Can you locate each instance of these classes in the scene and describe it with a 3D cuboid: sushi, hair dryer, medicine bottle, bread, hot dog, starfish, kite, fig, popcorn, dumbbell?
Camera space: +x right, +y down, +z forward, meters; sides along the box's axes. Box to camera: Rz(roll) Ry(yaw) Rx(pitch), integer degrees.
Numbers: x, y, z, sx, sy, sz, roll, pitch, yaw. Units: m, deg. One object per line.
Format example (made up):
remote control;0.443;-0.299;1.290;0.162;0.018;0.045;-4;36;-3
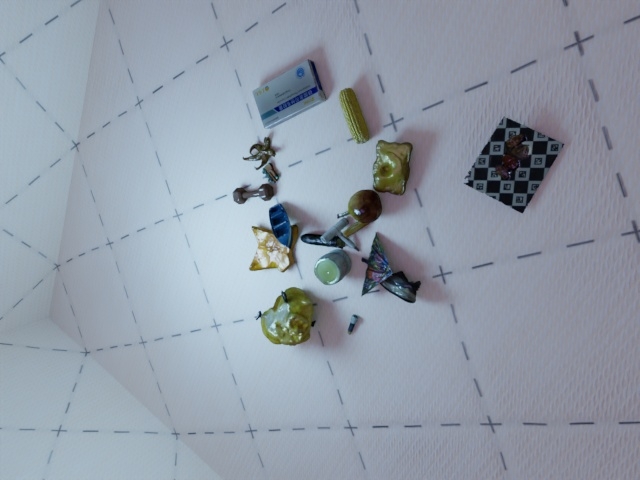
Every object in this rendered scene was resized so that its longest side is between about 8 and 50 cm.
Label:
sushi;0.736;-0.293;1.579;0.264;0.050;0.290;27;110;5
hair dryer;0.110;0.007;1.935;0.183;0.155;0.044;52;163;-6
medicine bottle;0.061;0.128;1.962;0.147;0.143;0.147;9;109;27
bread;0.314;-0.318;1.776;0.161;0.088;0.233;18;111;29
hot dog;0.167;-0.062;1.910;0.137;0.028;0.044;-34;79;4
starfish;-0.309;-0.433;2.076;0.190;0.074;0.146;-22;79;28
kite;0.257;0.127;1.871;0.234;0.016;0.321;22;104;56
fig;0.164;-0.155;1.853;0.231;0.160;0.143;7;147;29
popcorn;-0.146;0.390;2.084;0.316;0.281;0.297;-19;51;56
dumbbell;-0.353;-0.243;2.139;0.231;0.082;0.092;-3;100;28

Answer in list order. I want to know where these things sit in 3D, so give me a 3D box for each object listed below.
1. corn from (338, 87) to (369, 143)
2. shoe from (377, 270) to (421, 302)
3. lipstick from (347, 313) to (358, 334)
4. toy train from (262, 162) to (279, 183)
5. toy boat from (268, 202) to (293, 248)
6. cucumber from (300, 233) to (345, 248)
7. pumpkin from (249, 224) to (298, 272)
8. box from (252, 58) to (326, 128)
corn;0.149;-0.550;1.816;0.081;0.081;0.248;-19;92;29
shoe;0.357;0.193;1.857;0.227;0.099;0.112;34;83;38
lipstick;0.156;0.424;2.036;0.037;0.037;0.116;28;116;20
toy train;-0.253;-0.342;2.092;0.064;0.044;0.103;-40;81;17
toy boat;-0.188;-0.064;2.011;0.096;0.061;0.299;-25;47;5
cucumber;-0.001;0.000;2.013;0.245;0.067;0.067;5;102;25
pumpkin;-0.240;0.041;2.131;0.290;0.095;0.258;2;96;24
box;-0.154;-0.692;1.953;0.343;0.065;0.200;-17;91;29
